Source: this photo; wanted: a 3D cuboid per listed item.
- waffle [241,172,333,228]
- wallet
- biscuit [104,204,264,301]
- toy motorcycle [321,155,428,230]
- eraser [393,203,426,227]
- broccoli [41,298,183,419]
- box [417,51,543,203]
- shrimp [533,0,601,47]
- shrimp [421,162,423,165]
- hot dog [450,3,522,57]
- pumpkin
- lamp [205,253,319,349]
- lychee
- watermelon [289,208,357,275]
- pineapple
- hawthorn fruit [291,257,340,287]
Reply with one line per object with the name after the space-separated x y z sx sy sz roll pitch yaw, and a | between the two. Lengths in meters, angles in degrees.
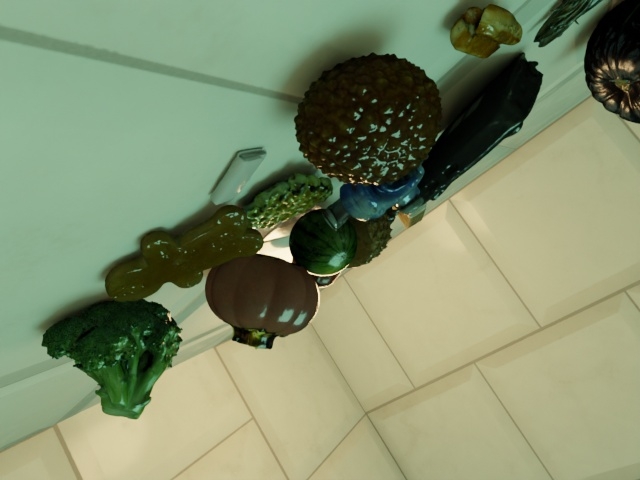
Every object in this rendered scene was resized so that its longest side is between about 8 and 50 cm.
-0.073 -0.086 0.940 0.203 0.054 0.223 -25 173 19 | waffle
-0.138 -0.107 0.743 0.061 0.025 0.122 -32 172 -47 | wallet
-0.264 0.027 0.844 0.301 0.049 0.197 -27 149 -5 | biscuit
0.132 -0.106 0.965 0.241 0.181 0.319 -63 175 13 | toy motorcycle
0.311 -0.139 1.604 0.078 0.144 0.343 -32 169 5 | eraser
-0.427 0.246 0.947 0.264 0.246 0.295 -16 147 8 | broccoli
0.369 -0.263 1.082 0.359 0.091 0.350 -52 -177 -42 | box
0.521 -0.498 0.837 0.169 0.058 0.296 -11 153 -47 | shrimp
0.299 -0.223 1.394 0.190 0.073 0.075 -25 -146 6 | shrimp
0.285 -0.354 0.754 0.092 0.062 0.235 -21 -177 34 | hot dog
0.889 -0.478 1.166 0.266 0.363 0.363 -39 170 -3 | pumpkin
-0.154 0.158 1.161 0.305 0.305 0.240 82 21 -79 | lamp
0.076 -0.169 0.642 0.238 0.200 0.200 -9 157 -36 | lychee
0.000 0.000 1.240 0.187 0.214 0.188 -19 125 -30 | watermelon
0.159 -0.042 1.446 0.202 0.202 0.362 -39 172 33 | pineapple
-0.007 0.068 1.565 0.185 0.185 0.202 -36 -178 15 | hawthorn fruit
